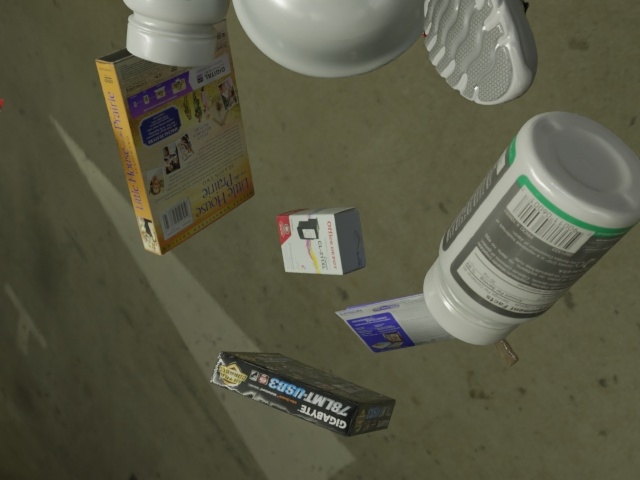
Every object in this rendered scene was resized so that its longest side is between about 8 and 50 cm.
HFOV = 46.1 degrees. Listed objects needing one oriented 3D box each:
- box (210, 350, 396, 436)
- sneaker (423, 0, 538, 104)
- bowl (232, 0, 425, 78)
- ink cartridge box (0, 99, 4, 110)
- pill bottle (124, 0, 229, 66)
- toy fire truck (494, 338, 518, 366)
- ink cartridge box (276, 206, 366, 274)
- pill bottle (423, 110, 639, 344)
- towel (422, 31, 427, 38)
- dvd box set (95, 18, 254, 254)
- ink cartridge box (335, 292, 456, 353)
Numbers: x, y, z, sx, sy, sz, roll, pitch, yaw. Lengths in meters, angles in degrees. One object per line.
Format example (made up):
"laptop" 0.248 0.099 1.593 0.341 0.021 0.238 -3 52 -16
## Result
"box" -0.024 0.299 1.496 0.293 0.295 0.073 16 86 21
"sneaker" 0.157 -0.236 0.698 0.105 0.115 0.281 112 155 -49
"bowl" 0.017 -0.375 0.994 0.298 0.298 0.134 57 180 6
"ink cartridge box" -0.688 -0.175 1.379 0.134 0.231 0.078 5 159 34
"pill bottle" -0.206 -0.412 1.104 0.160 0.160 0.283 32 122 35
"toy fire truck" 0.365 0.189 1.758 0.246 0.159 0.217 15 172 -2
"ink cartridge box" 0.000 0.000 1.558 0.175 0.072 0.127 0 102 46
"pill bottle" 0.306 -0.002 1.141 0.204 0.204 0.361 49 141 17
"towel" 0.174 -0.493 1.442 0.031 0.199 0.275 -22 107 14
"dvd box set" -0.284 -0.221 1.577 0.062 0.307 0.420 17 129 34
"ink cartridge box" 0.164 0.157 1.542 0.206 0.045 0.208 -14 144 21
